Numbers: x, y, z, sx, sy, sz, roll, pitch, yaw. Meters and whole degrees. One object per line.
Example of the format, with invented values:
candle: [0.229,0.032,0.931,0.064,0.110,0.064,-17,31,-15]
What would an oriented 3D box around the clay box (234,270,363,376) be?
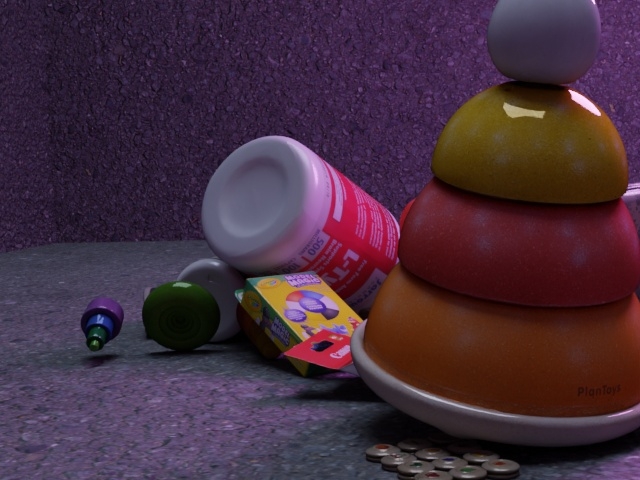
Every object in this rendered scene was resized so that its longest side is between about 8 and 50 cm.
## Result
clay box: [-0.025,0.112,1.621,0.127,0.053,0.222,-6,35,-35]

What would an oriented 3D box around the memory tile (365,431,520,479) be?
memory tile: [0.119,0.218,1.074,0.113,0.012,0.148,-4,5,-22]

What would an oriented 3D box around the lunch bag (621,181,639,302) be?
lunch bag: [0.463,0.020,1.907,0.305,0.213,0.256,-11,0,4]

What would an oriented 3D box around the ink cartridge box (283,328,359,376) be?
ink cartridge box: [0.088,0.143,1.434,0.224,0.056,0.181,17,10,15]

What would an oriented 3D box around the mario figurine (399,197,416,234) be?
mario figurine: [0.233,0.020,1.842,0.170,0.198,0.320,-9,-7,9]

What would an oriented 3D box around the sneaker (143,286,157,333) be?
sneaker: [-0.258,0.122,1.999,0.118,0.083,0.222,-2,4,2]

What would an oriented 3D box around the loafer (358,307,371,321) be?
loafer: [0.121,0.139,1.796,0.056,0.050,0.148,-4,6,-42]

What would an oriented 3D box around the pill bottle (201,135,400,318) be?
pill bottle: [0.000,0.000,1.867,0.229,0.229,0.407,1,-19,35]

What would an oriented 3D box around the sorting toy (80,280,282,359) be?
sorting toy: [-0.200,0.147,1.704,0.365,0.127,0.126,0,27,-1]

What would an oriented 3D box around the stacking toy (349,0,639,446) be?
stacking toy: [0.228,-0.049,1.175,0.350,0.480,0.350,6,15,-2]

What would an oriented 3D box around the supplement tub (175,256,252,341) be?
supplement tub: [-0.158,0.094,1.911,0.144,0.144,0.199,-1,6,20]
